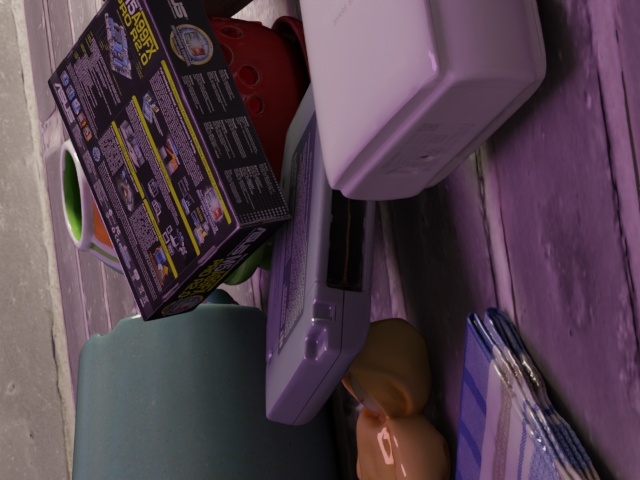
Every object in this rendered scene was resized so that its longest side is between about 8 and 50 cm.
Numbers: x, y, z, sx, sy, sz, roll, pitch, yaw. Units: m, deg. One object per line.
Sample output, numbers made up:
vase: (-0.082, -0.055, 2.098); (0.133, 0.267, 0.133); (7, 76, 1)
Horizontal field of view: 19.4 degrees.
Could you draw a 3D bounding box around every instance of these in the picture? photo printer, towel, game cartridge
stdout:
photo printer: (0.064, -0.215, 1.438); (0.256, 0.107, 0.307); (135, 130, -63)
towel: (0.165, 0.207, 1.429); (0.285, 0.034, 0.209); (-117, 24, -54)
game cartridge: (0.000, 0.000, 1.632); (0.198, 0.062, 0.297); (112, 164, -62)

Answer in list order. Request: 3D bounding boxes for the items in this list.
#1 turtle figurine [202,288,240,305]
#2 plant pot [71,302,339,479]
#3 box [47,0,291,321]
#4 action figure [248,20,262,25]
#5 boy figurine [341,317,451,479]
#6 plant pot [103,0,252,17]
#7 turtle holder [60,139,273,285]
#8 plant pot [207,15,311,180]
turtle figurine: (-0.128, 0.123, 2.179); (0.234, 0.175, 0.118); (102, -175, -61)
plant pot: (-0.118, 0.264, 1.924); (0.341, 0.341, 0.334); (116, 152, -60)
box: (-0.147, -0.089, 1.739); (0.216, 0.060, 0.270); (-43, 66, 50)
action figure: (-0.089, -0.215, 2.112); (0.115, 0.030, 0.038); (135, 121, -71)
boy figurine: (0.066, 0.214, 1.659); (0.177, 0.092, 0.285); (-146, 49, -72)
plant pot: (-0.110, -0.298, 1.920); (0.110, 0.237, 0.237); (46, 174, -20)
turtle holder: (-0.175, -0.083, 2.097); (0.243, 0.227, 0.320); (99, 157, -43)
plant pot: (-0.087, -0.132, 1.879); (0.191, 0.174, 0.191); (174, 90, -73)
